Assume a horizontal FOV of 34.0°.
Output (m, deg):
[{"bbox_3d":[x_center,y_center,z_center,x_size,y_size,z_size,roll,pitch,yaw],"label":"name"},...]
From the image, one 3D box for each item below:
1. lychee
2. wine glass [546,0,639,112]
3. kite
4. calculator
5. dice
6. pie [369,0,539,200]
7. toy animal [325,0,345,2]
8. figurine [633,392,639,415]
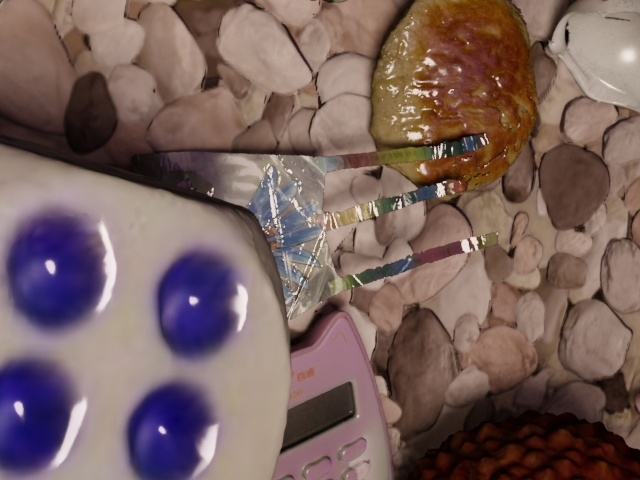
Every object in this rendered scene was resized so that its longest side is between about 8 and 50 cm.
[{"bbox_3d":[0.190,0.279,0.907,0.300,0.264,0.264,15,91,-38],"label":"lychee"},{"bbox_3d":[0.323,-0.229,0.969,0.165,0.165,0.197,39,70,-32],"label":"wine glass"},{"bbox_3d":[-0.001,-0.001,0.838,0.309,0.015,0.169,-8,104,-16],"label":"kite"},{"bbox_3d":[-0.024,0.212,0.890,0.194,0.043,0.294,-21,114,-29],"label":"calculator"},{"bbox_3d":[-0.175,0.072,0.632,0.243,0.251,0.259,12,93,-34],"label":"dice"},{"bbox_3d":[0.115,-0.130,0.892,0.163,0.079,0.194,-10,107,-27],"label":"pie"},{"bbox_3d":[0.063,-0.269,0.805,0.094,0.121,0.225,35,85,-25],"label":"toy animal"},{"bbox_3d":[0.453,0.069,1.078,0.206,0.284,0.316,15,116,-44],"label":"figurine"}]
